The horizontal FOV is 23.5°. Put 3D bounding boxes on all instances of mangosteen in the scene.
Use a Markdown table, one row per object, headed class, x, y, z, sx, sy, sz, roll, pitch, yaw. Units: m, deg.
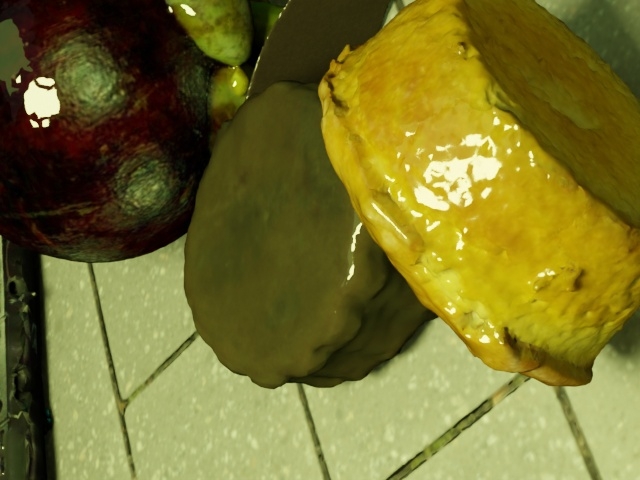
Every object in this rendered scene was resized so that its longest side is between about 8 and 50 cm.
| class | x | y | z | sx | sy | sz | roll | pitch | yaw |
| --- | --- | --- | --- | --- | --- | --- | --- | --- | --- |
| mangosteen | -0.183 | -0.143 | 1.288 | 0.330 | 0.330 | 0.330 | -22 | 60 | 44 |

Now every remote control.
| class | x | y | z | sx | sy | sz | roll | pitch | yaw |
| --- | --- | --- | --- | --- | --- | --- | --- | --- | --- |
| remote control | -0.311 | 0.176 | 1.503 | 0.144 | 0.062 | 0.398 | -35 | 50 | 36 |

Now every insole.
| class | x | y | z | sx | sy | sz | roll | pitch | yaw |
| --- | --- | --- | --- | --- | --- | --- | --- | --- | --- |
| insole | -0.024 | -0.105 | 1.232 | 0.007 | 0.111 | 0.327 | 40 | 112 | 41 |

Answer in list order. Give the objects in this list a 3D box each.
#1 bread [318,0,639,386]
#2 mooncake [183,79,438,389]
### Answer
| class | x | y | z | sx | sy | sz | roll | pitch | yaw |
| --- | --- | --- | --- | --- | --- | --- | --- | --- | --- |
| bread | 0.110 | -0.046 | 0.936 | 0.146 | 0.268 | 0.268 | -43 | 47 | 26 |
| mooncake | 0.000 | 0.000 | 1.152 | 0.228 | 0.124 | 0.228 | -14 | 71 | 47 |
